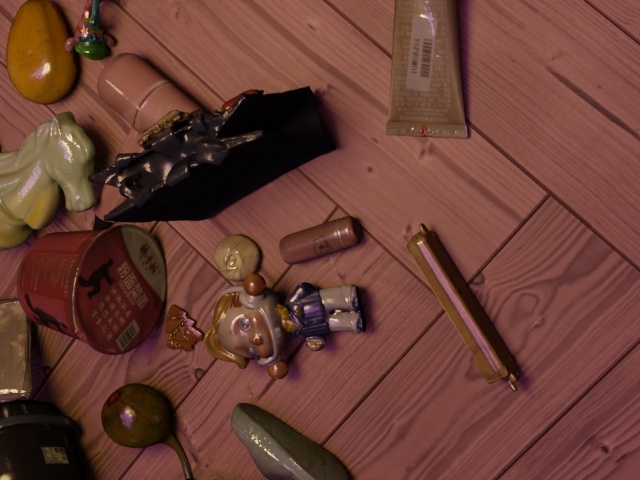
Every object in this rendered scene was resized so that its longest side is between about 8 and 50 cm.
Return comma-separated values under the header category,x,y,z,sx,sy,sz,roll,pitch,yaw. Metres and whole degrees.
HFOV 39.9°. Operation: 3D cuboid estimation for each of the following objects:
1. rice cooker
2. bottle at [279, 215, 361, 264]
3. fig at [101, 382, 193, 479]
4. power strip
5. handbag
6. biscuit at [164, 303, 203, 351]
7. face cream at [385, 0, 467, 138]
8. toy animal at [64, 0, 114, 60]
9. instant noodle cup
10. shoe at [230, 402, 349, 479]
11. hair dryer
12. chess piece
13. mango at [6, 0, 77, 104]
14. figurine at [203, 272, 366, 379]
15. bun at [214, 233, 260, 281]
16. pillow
category,x,y,z,sx,sy,sz,roll,pitch,yaw
rice cooker,-0.587,0.444,1.687,0.267,0.267,0.224,-39,59,23
bottle,0.000,0.000,1.496,0.140,0.053,0.053,-18,92,23
fig,-0.307,0.368,1.662,0.124,0.124,0.236,-35,108,23
power strip,0.228,0.111,1.415,0.044,0.064,0.305,-34,85,25
handbag,-0.164,-0.136,1.393,0.303,0.329,0.122,-26,85,23
biscuit,-0.260,0.163,1.648,0.082,0.016,0.092,-16,94,24
face cream,0.163,-0.329,1.371,0.137,0.084,0.341,5,109,23
toy animal,-0.392,-0.423,1.562,0.100,0.103,0.208,16,106,-26
instant noodle cup,-0.419,0.078,1.595,0.178,0.235,0.234,6,101,30
shoe,-0.067,0.389,1.562,0.251,0.103,0.100,36,109,19
hair dryer,-0.358,-0.151,1.600,0.189,0.107,0.344,39,117,12
chess piece,-0.521,-0.105,1.621,0.298,0.176,0.175,-25,89,26
mango,-0.513,-0.349,1.626,0.137,0.098,0.195,5,93,24
figurine,-0.064,0.124,1.508,0.274,0.133,0.194,-30,110,18
bun,-0.152,0.033,1.561,0.086,0.055,0.086,4,101,21
pillow,-0.627,0.217,1.701,0.169,0.255,0.059,-7,137,-8
